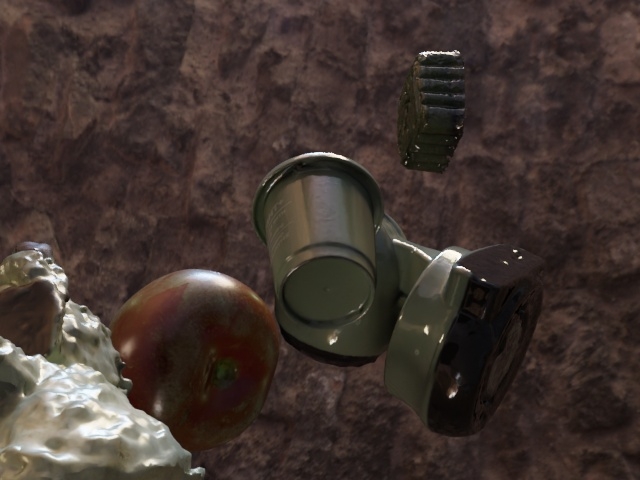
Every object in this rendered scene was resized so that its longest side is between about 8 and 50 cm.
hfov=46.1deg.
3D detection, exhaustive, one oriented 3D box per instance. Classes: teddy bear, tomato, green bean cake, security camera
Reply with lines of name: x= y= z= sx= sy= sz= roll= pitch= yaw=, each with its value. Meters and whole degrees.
teddy bear: x=-0.280 y=0.180 z=0.582 sx=0.362 sy=0.327 sz=0.375 roll=22 pitch=-133 yaw=39
tomato: x=-0.203 y=0.174 z=1.125 sx=0.222 sy=0.270 sz=0.270 roll=11 pitch=-137 yaw=45
green bean cake: x=0.198 y=-0.236 z=1.379 sx=0.094 sy=0.173 sz=0.181 roll=4 pitch=-117 yaw=-6
security camera: x=0.074 y=0.069 z=0.804 sx=0.277 sy=0.191 sz=0.197 roll=24 pitch=-159 yaw=26

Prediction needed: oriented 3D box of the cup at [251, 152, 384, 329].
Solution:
cup: x=0.000 y=0.000 z=0.639 sx=0.120 sy=0.120 sz=0.141 roll=12 pitch=-148 yaw=-10
